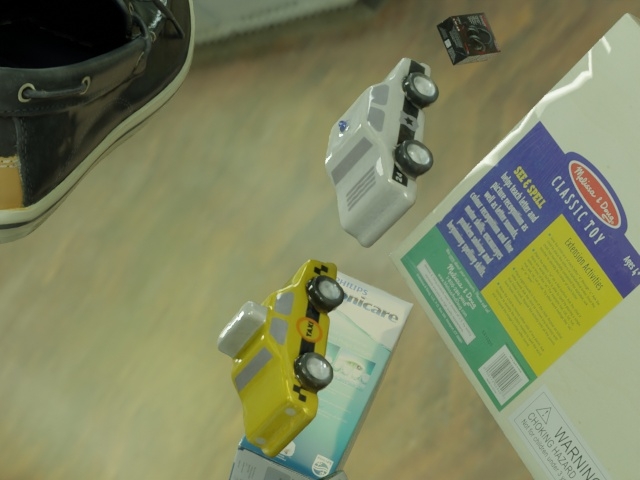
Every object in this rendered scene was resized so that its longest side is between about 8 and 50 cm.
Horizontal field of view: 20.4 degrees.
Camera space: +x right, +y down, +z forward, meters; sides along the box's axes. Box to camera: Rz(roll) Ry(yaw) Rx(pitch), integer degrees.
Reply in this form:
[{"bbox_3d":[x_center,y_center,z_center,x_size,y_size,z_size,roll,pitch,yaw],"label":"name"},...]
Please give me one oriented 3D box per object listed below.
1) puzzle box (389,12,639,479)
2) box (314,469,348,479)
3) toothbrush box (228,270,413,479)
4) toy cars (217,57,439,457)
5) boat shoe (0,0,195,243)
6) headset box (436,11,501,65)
[{"bbox_3d":[0.246,0.072,1.251,0.272,0.052,0.409,-46,58,23],"label":"puzzle box"},{"bbox_3d":[-0.064,0.378,1.691,0.322,0.232,0.058,-26,-4,30],"label":"box"},{"bbox_3d":[-0.007,0.219,2.277,0.216,0.126,0.295,107,-172,-54],"label":"toothbrush box"},{"bbox_3d":[0.000,0.000,1.619,0.394,0.087,0.176,-65,18,-5],"label":"toy cars"},{"bbox_3d":[-0.218,-0.176,1.492,0.500,0.187,0.156,-65,-13,-59],"label":"boat shoe"},{"bbox_3d":[0.206,-0.277,2.432,0.083,0.062,0.032,-12,-13,-44],"label":"headset box"}]
